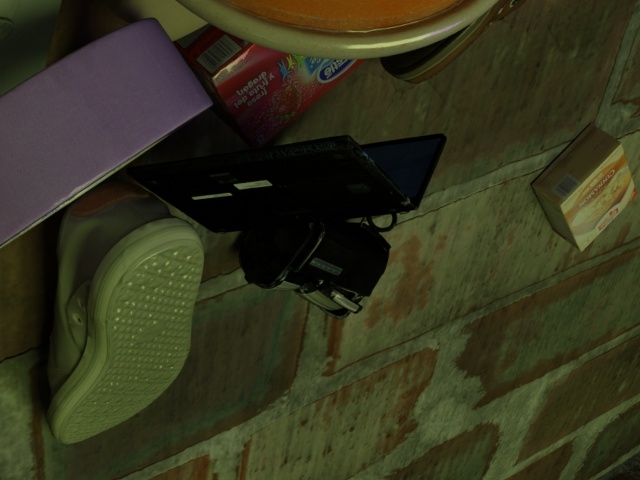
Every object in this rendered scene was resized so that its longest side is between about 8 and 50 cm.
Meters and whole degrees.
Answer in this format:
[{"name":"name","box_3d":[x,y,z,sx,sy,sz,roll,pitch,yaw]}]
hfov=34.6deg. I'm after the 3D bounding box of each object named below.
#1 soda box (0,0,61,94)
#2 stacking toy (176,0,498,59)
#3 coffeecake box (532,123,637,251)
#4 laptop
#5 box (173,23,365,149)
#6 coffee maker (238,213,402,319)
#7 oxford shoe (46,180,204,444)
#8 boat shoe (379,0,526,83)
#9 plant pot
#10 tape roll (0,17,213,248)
[{"name":"soda box","box_3d":[-0.249,-0.257,0.797,0.098,0.091,0.286,-5,129,-43]},{"name":"stacking toy","box_3d":[0.033,-0.371,0.637,0.351,0.350,0.480,-31,165,-20]},{"name":"coffeecake box","box_3d":[0.443,-0.084,1.709,0.142,0.068,0.185,-46,146,-1]},{"name":"laptop","box_3d":[-0.021,-0.089,1.048,0.264,0.234,0.136,38,50,-57]},{"name":"box","box_3d":[-0.024,-0.232,1.023,0.257,0.128,0.122,-41,145,-8]},{"name":"coffee maker","box_3d":[0.000,0.000,1.316,0.178,0.120,0.171,28,80,-55]},{"name":"oxford shoe","box_3d":[-0.234,0.090,1.147,0.169,0.130,0.449,-26,156,-33]},{"name":"boat shoe","box_3d":[0.198,-0.298,1.202,0.307,0.111,0.104,-50,144,6]},{"name":"plant pot","box_3d":[-0.143,-0.244,0.918,0.096,0.109,0.109,-42,148,19]},{"name":"tape roll","box_3d":[-0.227,-0.075,0.862,0.275,0.090,0.275,-33,-172,5]}]
